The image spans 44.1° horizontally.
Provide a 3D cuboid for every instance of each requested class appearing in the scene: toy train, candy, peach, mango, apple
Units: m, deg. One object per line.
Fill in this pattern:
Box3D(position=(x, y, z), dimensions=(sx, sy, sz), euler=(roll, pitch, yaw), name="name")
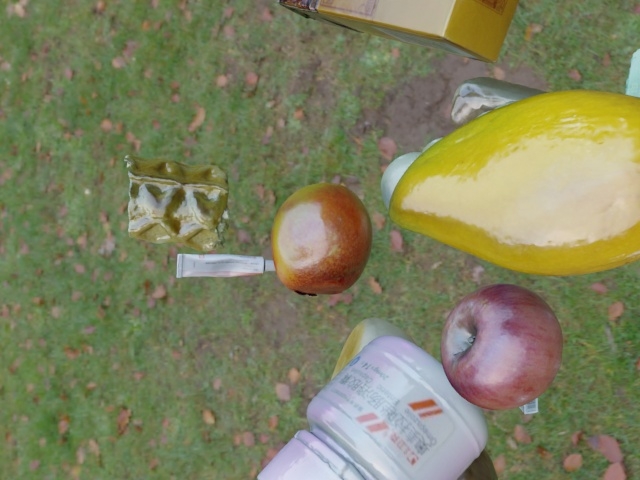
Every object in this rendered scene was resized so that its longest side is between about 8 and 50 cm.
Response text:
Box3D(position=(0.578, -0.259, 1.376), dimensions=(0.099, 0.070, 0.172), euler=(16, 100, 56), name="toy train")
Box3D(position=(0.370, -0.245, 1.529), dimensions=(0.234, 0.104, 0.102), euler=(18, 123, 5), name="candy")
Box3D(position=(0.000, 0.000, 1.616), dimensions=(0.231, 0.231, 0.231), euler=(-5, 83, 43), name="peach")
Box3D(position=(0.204, -0.052, 0.725), dimensions=(0.317, 0.119, 0.176), euler=(-1, 66, 36), name="mango")
Box3D(position=(0.222, 0.129, 0.955), dimensions=(0.153, 0.120, 0.153), euler=(-52, 28, 43), name="apple")

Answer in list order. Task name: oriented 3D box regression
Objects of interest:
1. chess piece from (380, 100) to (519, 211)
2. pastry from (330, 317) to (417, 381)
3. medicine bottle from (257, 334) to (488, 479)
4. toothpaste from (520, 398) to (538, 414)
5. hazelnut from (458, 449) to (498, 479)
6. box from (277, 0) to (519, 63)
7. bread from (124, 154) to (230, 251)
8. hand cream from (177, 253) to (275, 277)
Box3D(position=(0.190, -0.093, 1.069), dimensions=(0.133, 0.243, 0.133), euler=(45, 147, 40), name="chess piece")
Box3D(position=(0.094, 0.274, 1.509), dimensions=(0.265, 0.133, 0.264), euler=(-157, 90, -81), name="pastry")
Box3D(position=(0.077, 0.322, 1.196), dimensions=(0.302, 0.241, 0.241), euler=(-43, 48, -17), name="medicine bottle")
Box3D(position=(0.441, 0.289, 1.690), dimensions=(0.046, 0.034, 0.164), euler=(-124, 28, -75), name="toothpaste")
Box3D(position=(0.199, 0.602, 1.678), dimensions=(0.402, 0.429, 0.402), euler=(11, 130, 14), name="hazelnut")
Box3D(position=(0.118, -0.424, 1.123), dimensions=(0.415, 0.116, 0.264), euler=(31, 106, 51), name="box")
Box3D(position=(-0.349, -0.092, 1.918), dimensions=(0.196, 0.252, 0.238), euler=(153, 117, -75), name="bread")
Box3D(position=(-0.199, 0.056, 1.700), dimensions=(0.038, 0.216, 0.052), euler=(-169, 81, -76), name="hand cream")
